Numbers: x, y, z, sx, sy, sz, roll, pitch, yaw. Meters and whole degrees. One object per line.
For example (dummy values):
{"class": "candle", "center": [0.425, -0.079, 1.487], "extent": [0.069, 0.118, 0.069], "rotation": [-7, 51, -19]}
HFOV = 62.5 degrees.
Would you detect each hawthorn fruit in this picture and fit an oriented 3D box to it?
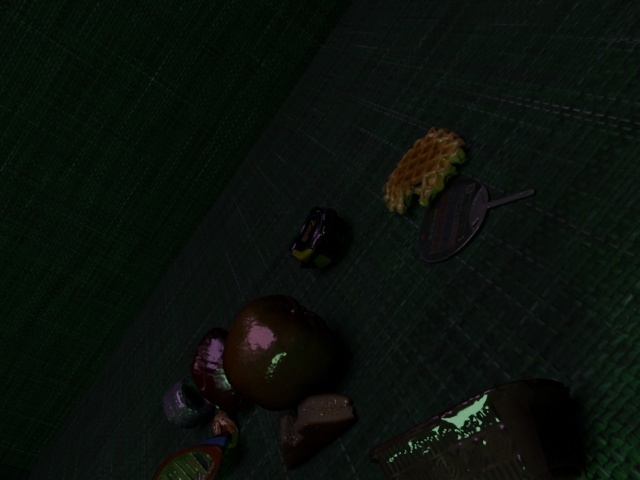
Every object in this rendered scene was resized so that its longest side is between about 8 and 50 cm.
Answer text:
{"class": "hawthorn fruit", "center": [-0.113, 0.291, 1.294], "extent": [0.301, 0.268, 0.268], "rotation": [-55, 27, 7]}

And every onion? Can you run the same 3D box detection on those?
{"class": "onion", "center": [-0.280, 0.378, 1.547], "extent": [0.206, 0.207, 0.216], "rotation": [-62, 21, -15]}

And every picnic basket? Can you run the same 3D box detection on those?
{"class": "picnic basket", "center": [0.233, 0.319, 0.763], "extent": [0.297, 0.223, 0.129], "rotation": [-41, 48, 30]}

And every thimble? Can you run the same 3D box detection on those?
{"class": "thimble", "center": [-0.421, 0.517, 1.690], "extent": [0.098, 0.150, 0.150], "rotation": [-45, 30, 23]}

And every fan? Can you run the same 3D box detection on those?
{"class": "fan", "center": [0.330, -0.079, 1.207], "extent": [0.294, 0.012, 0.223], "rotation": [-43, 29, 27]}

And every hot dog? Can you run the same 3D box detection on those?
{"class": "hot dog", "center": [-0.284, 0.537, 1.533], "extent": [0.078, 0.061, 0.169], "rotation": [-59, 27, 1]}

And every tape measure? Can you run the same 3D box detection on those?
{"class": "tape measure", "center": [0.000, 0.000, 1.568], "extent": [0.199, 0.112, 0.186], "rotation": [-64, 20, 1]}

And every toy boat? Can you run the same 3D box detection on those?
{"class": "toy boat", "center": [-0.361, 0.641, 1.502], "extent": [0.392, 0.136, 0.079], "rotation": [-45, -2, 33]}

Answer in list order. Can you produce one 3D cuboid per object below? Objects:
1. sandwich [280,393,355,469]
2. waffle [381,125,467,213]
{"class": "sandwich", "center": [-0.032, 0.425, 1.200], "extent": [0.244, 0.088, 0.090], "rotation": [-46, 26, 23]}
{"class": "waffle", "center": [0.259, -0.183, 1.377], "extent": [0.261, 0.056, 0.250], "rotation": [-52, 25, 12]}
